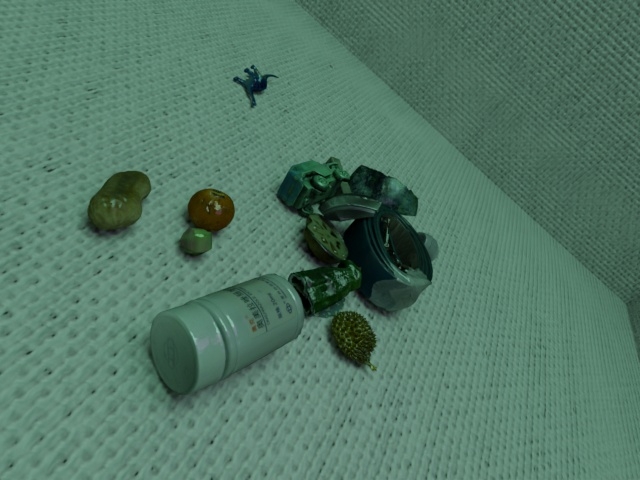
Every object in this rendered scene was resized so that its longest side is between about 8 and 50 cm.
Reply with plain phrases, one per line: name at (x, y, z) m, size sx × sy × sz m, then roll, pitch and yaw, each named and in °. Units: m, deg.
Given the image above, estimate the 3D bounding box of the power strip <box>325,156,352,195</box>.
power strip at (0.069, -0.234, 1.906) m, size 0.052 × 0.078 × 0.272 m, roll 13°, pitch 45°, yaw -34°

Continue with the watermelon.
watermelon at (0.258, -0.206, 1.940) m, size 0.319 × 0.148 × 0.226 m, roll 18°, pitch 9°, yaw 5°

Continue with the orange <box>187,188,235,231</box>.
orange at (-0.318, -0.086, 1.364) m, size 0.136 × 0.117 × 0.135 m, roll 30°, pitch 15°, yaw -9°

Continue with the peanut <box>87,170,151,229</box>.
peanut at (-0.510, -0.108, 1.219) m, size 0.120 × 0.110 × 0.236 m, roll 15°, pitch 32°, yaw -2°

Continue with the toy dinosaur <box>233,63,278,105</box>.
toy dinosaur at (-0.287, -0.702, 2.056) m, size 0.144 × 0.076 × 0.329 m, roll 39°, pitch 38°, yaw -16°

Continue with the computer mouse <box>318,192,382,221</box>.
computer mouse at (0.106, -0.129, 1.661) m, size 0.232 × 0.071 × 0.126 m, roll -6°, pitch 29°, yaw 0°

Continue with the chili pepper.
chili pepper at (0.036, 0.130, 1.472) m, size 0.271 × 0.099 × 0.136 m, roll -17°, pitch 59°, yaw -44°

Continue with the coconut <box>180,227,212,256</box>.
coconut at (-0.340, 0.005, 1.284) m, size 0.083 × 0.081 × 0.082 m, roll -4°, pitch 25°, yaw -26°

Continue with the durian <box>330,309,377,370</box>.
durian at (0.111, 0.294, 1.395) m, size 0.147 × 0.102 × 0.208 m, roll -6°, pitch 61°, yaw -53°

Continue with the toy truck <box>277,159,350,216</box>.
toy truck at (-0.022, -0.205, 1.733) m, size 0.156 × 0.155 × 0.279 m, roll 43°, pitch 35°, yaw 14°

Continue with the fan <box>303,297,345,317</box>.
fan at (-0.014, 0.181, 1.465) m, size 0.240 × 0.009 × 0.131 m, roll 17°, pitch 44°, yaw -31°

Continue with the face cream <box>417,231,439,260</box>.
face cream at (0.421, 0.029, 1.930) m, size 0.104 × 0.117 × 0.117 m, roll 40°, pitch 32°, yaw -37°

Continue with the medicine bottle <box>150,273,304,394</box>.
medicine bottle at (-0.212, 0.208, 1.101) m, size 0.332 × 0.190 × 0.189 m, roll -18°, pitch 67°, yaw -50°

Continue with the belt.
belt at (0.243, 0.050, 1.699) m, size 0.301 × 0.173 × 0.436 m, roll 22°, pitch 40°, yaw -23°

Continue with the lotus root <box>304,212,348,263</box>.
lotus root at (0.003, 0.003, 1.609) m, size 0.203 × 0.078 × 0.183 m, roll 54°, pitch 26°, yaw 9°
